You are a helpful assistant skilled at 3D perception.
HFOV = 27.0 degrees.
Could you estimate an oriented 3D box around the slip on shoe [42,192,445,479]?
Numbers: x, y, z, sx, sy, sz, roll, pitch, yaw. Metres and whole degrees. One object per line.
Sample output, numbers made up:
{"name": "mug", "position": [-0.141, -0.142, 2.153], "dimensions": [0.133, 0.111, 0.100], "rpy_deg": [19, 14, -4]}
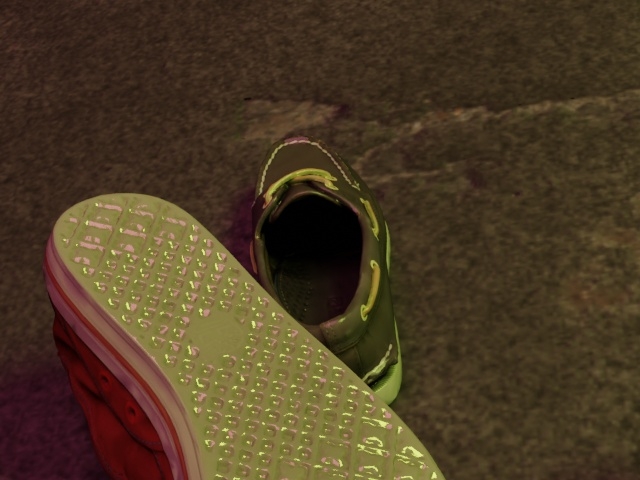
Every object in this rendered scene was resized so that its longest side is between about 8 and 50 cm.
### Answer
{"name": "slip on shoe", "position": [-0.034, 0.111, 0.631], "dimensions": [0.123, 0.101, 0.331], "rpy_deg": [-17, 48, -32]}

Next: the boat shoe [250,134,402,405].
{"name": "boat shoe", "position": [0.000, 0.000, 0.763], "dimensions": [0.081, 0.069, 0.228], "rpy_deg": [-16, 39, 1]}
